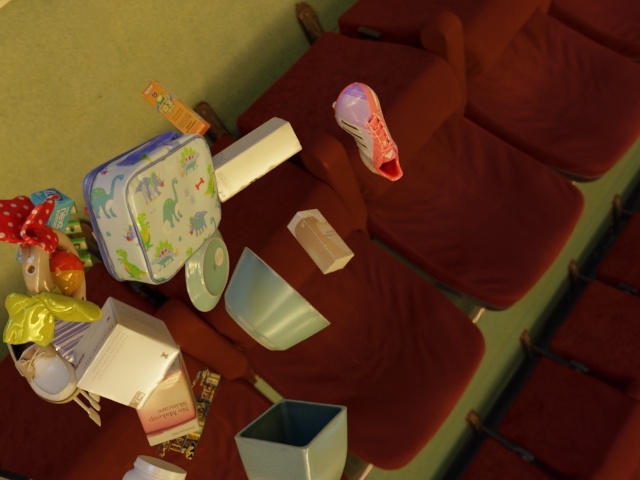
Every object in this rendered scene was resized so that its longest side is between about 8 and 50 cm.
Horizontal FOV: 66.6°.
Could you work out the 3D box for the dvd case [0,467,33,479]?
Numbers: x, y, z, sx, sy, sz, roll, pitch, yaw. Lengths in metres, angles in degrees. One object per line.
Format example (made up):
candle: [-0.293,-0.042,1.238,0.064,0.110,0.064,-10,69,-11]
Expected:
dvd case: [-0.879,0.732,1.421,0.022,0.180,0.253,-67,163,-47]

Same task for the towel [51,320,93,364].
towel: [-0.832,0.322,1.646,0.243,0.040,0.336,-30,129,6]

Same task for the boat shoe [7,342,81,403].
boat shoe: [-0.746,0.323,1.287,0.113,0.302,0.103,-49,144,-27]

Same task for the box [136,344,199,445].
box: [-0.449,0.445,1.402,0.148,0.127,0.232,-15,117,-13]

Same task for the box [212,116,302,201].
box: [-0.198,-0.229,1.357,0.275,0.113,0.094,-35,123,-11]

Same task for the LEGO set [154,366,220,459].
LEGO set: [-0.528,0.647,1.868,0.192,0.331,0.255,19,130,-7]

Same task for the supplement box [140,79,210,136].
supplement box: [-0.500,-0.447,1.682,0.233,0.080,0.078,41,101,-4]

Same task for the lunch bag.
lunch bag: [-0.233,-0.057,0.711,0.219,0.090,0.176,-60,150,-54]

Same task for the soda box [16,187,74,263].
soda box: [-0.694,-0.024,1.225,0.210,0.067,0.071,-61,175,26]

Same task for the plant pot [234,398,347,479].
plant pot: [-0.063,0.645,1.424,0.248,0.247,0.252,-19,102,-59]

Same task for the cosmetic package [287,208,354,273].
cosmetic package: [0.000,0.000,0.867,0.060,0.115,0.041,-16,150,-52]

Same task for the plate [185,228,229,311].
plate: [-0.230,0.056,1.030,0.188,0.024,0.188,0,90,-76]

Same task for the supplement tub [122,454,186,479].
supplement tub: [-0.405,0.615,1.113,0.144,0.144,0.200,44,59,-46]

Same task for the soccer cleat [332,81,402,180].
soccer cleat: [0.094,-0.187,0.863,0.083,0.095,0.248,-43,155,0]

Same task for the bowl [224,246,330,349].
bowl: [-0.141,0.178,1.323,0.163,0.311,0.311,-47,136,-5]

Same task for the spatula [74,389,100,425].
spatula: [-0.943,0.616,1.948,0.019,0.168,0.242,-21,131,-4]

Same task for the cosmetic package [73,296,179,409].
cosmetic package: [-0.433,0.245,1.078,0.151,0.183,0.151,35,84,-30]

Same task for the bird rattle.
bird rattle: [-0.474,0.049,0.837,0.143,0.207,0.254,-22,84,-8]

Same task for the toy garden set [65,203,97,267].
toy garden set: [-0.798,-0.011,1.624,0.203,0.049,0.244,-10,121,-14]
